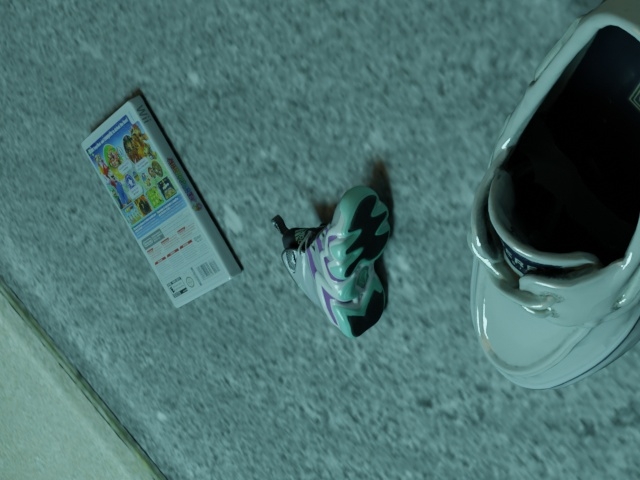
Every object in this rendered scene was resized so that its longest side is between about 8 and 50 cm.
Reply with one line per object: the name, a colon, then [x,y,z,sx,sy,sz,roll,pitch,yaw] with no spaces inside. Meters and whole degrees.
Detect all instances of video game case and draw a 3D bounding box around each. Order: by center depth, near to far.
video game case: [-0.099,-0.021,0.969,0.122,0.011,0.087,60,149,-2]

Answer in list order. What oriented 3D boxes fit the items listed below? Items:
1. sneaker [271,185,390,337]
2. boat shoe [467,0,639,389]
sneaker: [0.000,0.000,0.821,0.069,0.038,0.098,36,141,31]
boat shoe: [0.097,-0.016,0.627,0.095,0.084,0.258,43,145,24]
